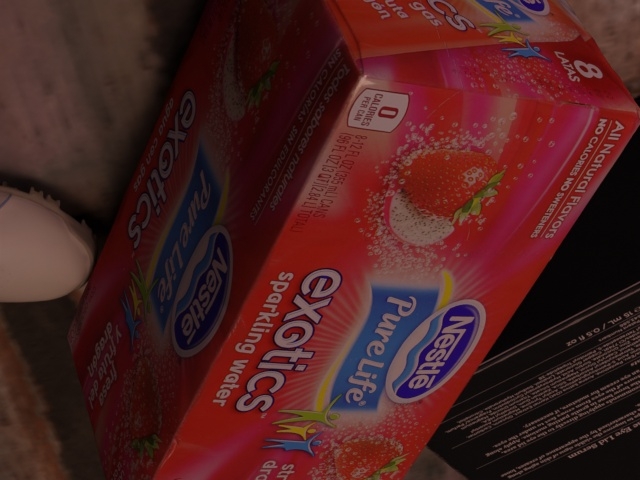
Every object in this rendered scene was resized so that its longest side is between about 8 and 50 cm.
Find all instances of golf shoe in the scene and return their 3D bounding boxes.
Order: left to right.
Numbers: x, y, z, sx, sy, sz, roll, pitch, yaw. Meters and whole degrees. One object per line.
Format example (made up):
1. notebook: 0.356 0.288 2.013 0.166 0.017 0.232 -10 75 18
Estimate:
1. golf shoe: -0.177 0.015 0.639 0.176 0.086 0.069 9 133 -28

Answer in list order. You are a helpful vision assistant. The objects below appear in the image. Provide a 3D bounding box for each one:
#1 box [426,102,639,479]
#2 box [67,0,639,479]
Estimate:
1. box: 0.174 0.029 0.747 0.261 0.103 0.184 -29 136 16
2. box: 0.000 0.000 0.622 0.128 0.122 0.257 5 132 -30
